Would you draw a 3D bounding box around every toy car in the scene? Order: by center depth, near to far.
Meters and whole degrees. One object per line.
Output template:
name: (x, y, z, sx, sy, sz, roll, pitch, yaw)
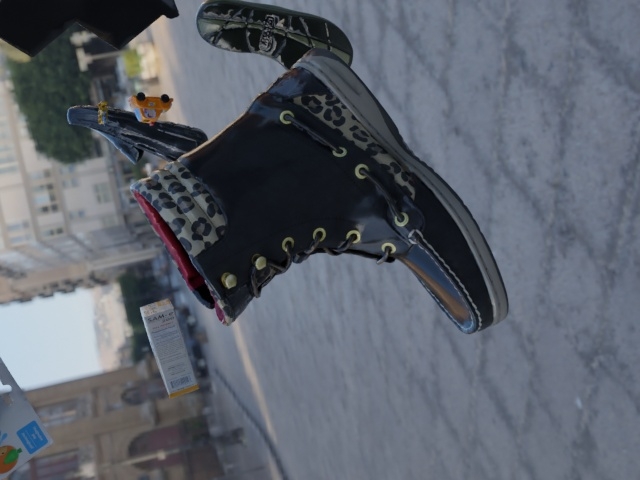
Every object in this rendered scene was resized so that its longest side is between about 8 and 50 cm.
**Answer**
toy car: (-0.246, -0.168, 1.269, 0.122, 0.060, 0.040, -4, 85, 49)

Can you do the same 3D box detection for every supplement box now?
supplement box: (-0.171, 0.121, 1.076, 0.062, 0.036, 0.098, -158, 51, -74)

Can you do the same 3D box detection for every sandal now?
sandal: (-0.079, -0.387, 1.771, 0.086, 0.303, 0.120, -95, 25, -61)

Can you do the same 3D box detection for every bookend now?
bookend: (-0.261, -0.252, 0.998, 0.157, 0.156, 0.072, 29, -148, -52)

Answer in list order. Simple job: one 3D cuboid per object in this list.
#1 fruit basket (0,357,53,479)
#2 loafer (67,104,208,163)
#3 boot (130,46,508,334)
fruit basket: (-0.656, 0.341, 1.584, 0.165, 0.353, 0.327, 34, 149, 51)
loafer: (-0.288, -0.158, 1.489, 0.076, 0.223, 0.078, -88, 13, -81)
boot: (0.000, 0.000, 1.052, 0.377, 0.284, 0.138, 54, 162, 3)
